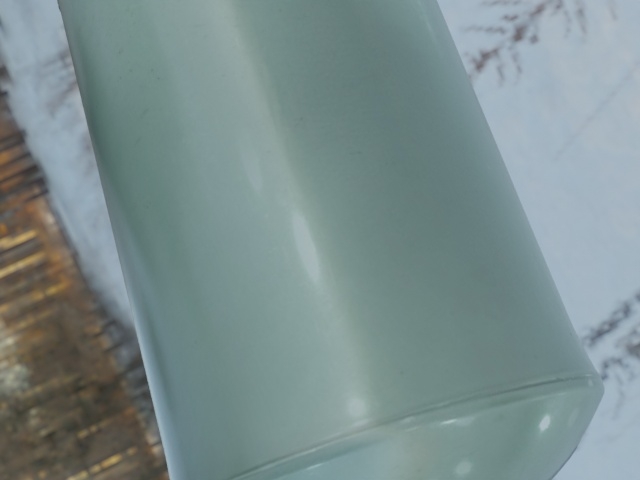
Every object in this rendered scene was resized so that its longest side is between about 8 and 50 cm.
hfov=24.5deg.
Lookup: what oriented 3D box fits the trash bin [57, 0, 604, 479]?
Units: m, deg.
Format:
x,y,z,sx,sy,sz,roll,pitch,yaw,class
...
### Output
x,y,z,sx,sy,sz,roll,pitch,yaw,class
0.000,0.000,0.958,0.280,0.280,0.432,106,148,-73,trash bin
